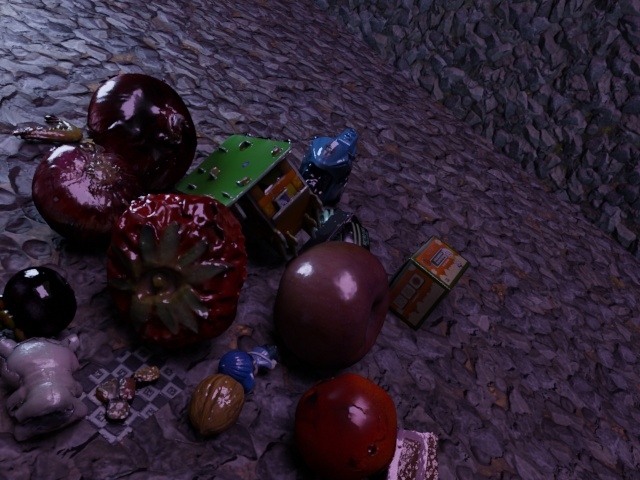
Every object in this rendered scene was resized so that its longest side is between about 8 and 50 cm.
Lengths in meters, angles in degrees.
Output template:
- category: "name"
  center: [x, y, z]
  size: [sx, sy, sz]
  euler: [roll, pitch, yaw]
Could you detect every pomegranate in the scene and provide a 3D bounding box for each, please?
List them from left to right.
- category: "pomegranate"
  center: [0.053, 0.362, 1.137]
  size: [0.210, 0.210, 0.235]
  euler: [36, 2, 7]

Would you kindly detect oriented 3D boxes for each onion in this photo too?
- category: "onion"
  center: [-0.513, -0.100, 1.296]
  size: [0.246, 0.190, 0.246]
  euler: [19, 55, -29]
- category: "onion"
  center: [-0.445, -0.286, 1.490]
  size: [0.314, 0.232, 0.313]
  euler: [24, 58, -46]

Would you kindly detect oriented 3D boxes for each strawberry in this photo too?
- category: "strawberry"
  center: [-0.295, 0.037, 1.236]
  size: [0.317, 0.295, 0.345]
  euler: [61, 2, -15]

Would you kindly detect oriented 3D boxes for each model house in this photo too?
- category: "model house"
  center: [-0.168, -0.086, 1.524]
  size: [0.242, 0.312, 0.358]
  euler: [-45, 34, -19]

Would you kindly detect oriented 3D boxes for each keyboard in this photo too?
- category: "keyboard"
  center: [0.000, 0.001, 1.580]
  size: [0.072, 0.023, 0.231]
  euler: [16, 56, 47]

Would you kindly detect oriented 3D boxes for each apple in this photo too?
- category: "apple"
  center: [0.024, 0.140, 1.325]
  size: [0.235, 0.305, 0.306]
  euler: [16, 30, 20]

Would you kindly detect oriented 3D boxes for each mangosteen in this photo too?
- category: "mangosteen"
  center: [-0.534, 0.123, 1.073]
  size: [0.151, 0.137, 0.137]
  euler: [-36, 68, -17]

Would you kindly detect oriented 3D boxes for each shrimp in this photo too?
- category: "shrimp"
  center: [-0.718, -0.297, 1.515]
  size: [0.178, 0.034, 0.124]
  euler: [-6, 43, -37]

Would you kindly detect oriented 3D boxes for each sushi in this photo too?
- category: "sushi"
  center: [-0.355, 0.270, 1.089]
  size: [0.139, 0.031, 0.201]
  euler: [39, 35, 11]

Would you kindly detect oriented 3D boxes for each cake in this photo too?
- category: "cake"
  center: [0.156, 0.521, 1.134]
  size: [0.116, 0.112, 0.295]
  euler: [23, 49, -9]

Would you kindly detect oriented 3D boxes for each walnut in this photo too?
- category: "walnut"
  center: [-0.198, 0.312, 1.101]
  size: [0.105, 0.105, 0.124]
  euler: [31, 50, 0]

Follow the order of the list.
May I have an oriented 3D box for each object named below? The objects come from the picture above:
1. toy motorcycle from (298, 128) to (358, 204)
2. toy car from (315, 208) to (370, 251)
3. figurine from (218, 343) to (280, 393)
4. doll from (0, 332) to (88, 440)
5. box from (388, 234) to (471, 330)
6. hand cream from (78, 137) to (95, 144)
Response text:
- category: "toy motorcycle"
  center: [0.039, -0.255, 1.856]
  size: [0.172, 0.232, 0.416]
  euler: [32, 34, 6]
- category: "toy car"
  center: [0.074, 0.002, 1.660]
  size: [0.136, 0.125, 0.305]
  euler: [17, 38, -18]
- category: "figurine"
  center: [-0.146, 0.260, 1.223]
  size: [0.086, 0.087, 0.149]
  euler: [7, 19, 35]
- category: "doll"
  center: [-0.474, 0.238, 0.986]
  size: [0.149, 0.095, 0.192]
  euler: [-8, 51, -34]
- category: "box"
  center: [0.294, 0.113, 1.637]
  size: [0.148, 0.177, 0.195]
  euler: [39, 36, 12]
- category: "hand cream"
  center: [-0.595, -0.224, 1.517]
  size: [0.076, 0.047, 0.174]
  euler: [6, 33, -27]
